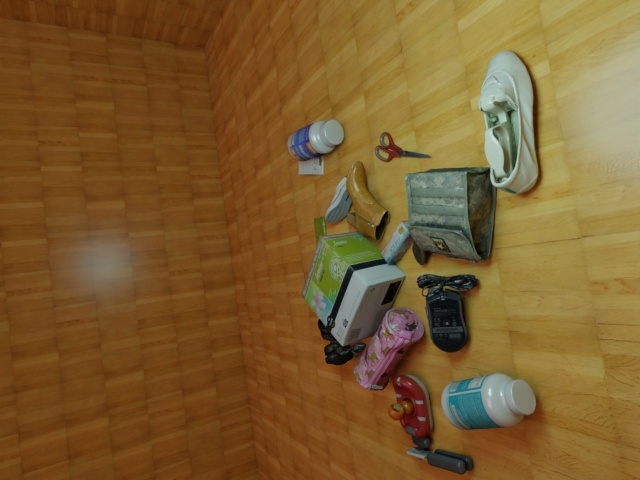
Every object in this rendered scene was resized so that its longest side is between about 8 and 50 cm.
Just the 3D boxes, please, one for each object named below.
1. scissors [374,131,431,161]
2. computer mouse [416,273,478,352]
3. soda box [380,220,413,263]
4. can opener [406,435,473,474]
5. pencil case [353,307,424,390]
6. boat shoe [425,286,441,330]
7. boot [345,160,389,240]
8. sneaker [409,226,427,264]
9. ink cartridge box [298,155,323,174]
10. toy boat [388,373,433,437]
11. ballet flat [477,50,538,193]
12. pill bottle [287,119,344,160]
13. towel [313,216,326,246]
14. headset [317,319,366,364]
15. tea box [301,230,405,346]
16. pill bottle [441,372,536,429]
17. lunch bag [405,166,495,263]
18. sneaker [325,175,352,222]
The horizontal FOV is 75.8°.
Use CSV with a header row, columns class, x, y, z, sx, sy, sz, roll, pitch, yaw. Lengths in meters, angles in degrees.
class,x,y,z,sx,sy,sz,roll,pitch,yaw
scissors,0.302,-0.319,1.543,0.297,0.021,0.109,45,129,46
computer mouse,0.421,0.232,1.351,0.188,0.072,0.272,-3,103,18
soda box,0.301,0.007,1.557,0.063,0.058,0.183,62,144,33
can opener,0.416,0.766,1.480,0.280,0.074,0.093,-19,78,59
pencil case,0.259,0.430,1.605,0.167,0.160,0.386,57,139,39
boat shoe,0.402,0.247,1.434,0.066,0.066,0.183,-132,39,-71
boot,0.200,-0.160,1.674,0.211,0.104,0.295,31,126,48
sneaker,0.366,0.001,1.449,0.066,0.071,0.189,-132,23,-56
ink cartridge box,-0.039,-0.409,2.097,0.179,0.045,0.146,9,102,40
toy boat,0.319,0.626,1.543,0.151,0.151,0.231,-14,83,59
ballet flat,0.493,-0.323,1.106,0.139,0.139,0.401,-12,85,59
pill bottle,-0.020,-0.468,1.913,0.272,0.152,0.153,-5,91,52
towel,0.000,0.000,2.101,0.102,0.021,0.237,-7,88,59
headset,0.096,0.445,1.855,0.394,0.185,0.244,132,126,-90
tea box,0.122,0.189,1.701,0.323,0.219,0.329,45,130,39
pill bottle,0.497,0.480,1.222,0.264,0.146,0.146,-43,58,54
lunch bag,0.400,-0.077,1.277,0.235,0.168,0.287,12,113,55
sneaker,0.094,-0.184,1.863,0.258,0.094,0.091,125,149,-43
